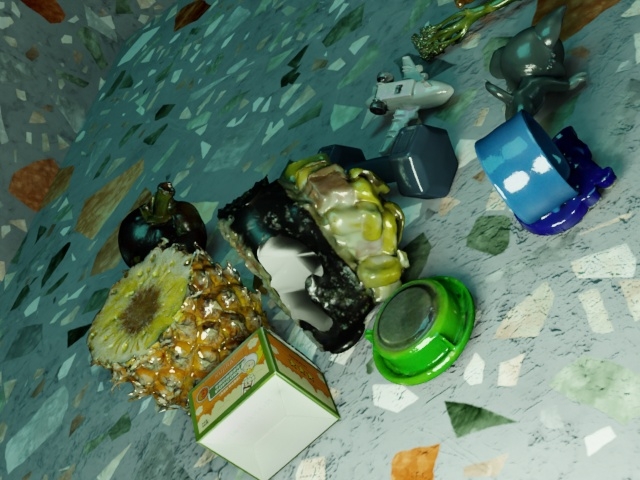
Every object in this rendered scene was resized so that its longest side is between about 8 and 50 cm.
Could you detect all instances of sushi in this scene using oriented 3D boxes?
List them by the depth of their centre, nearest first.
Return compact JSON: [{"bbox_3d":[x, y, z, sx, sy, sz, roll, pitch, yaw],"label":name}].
[{"bbox_3d":[0.000,0.000,1.608,0.285,0.328,0.329,-40,14,-8],"label":"sushi"}]

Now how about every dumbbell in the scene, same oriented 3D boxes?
[{"bbox_3d":[0.125,-0.143,1.745,0.316,0.156,0.143,-7,21,47],"label":"dumbbell"}]

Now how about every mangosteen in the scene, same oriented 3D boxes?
[{"bbox_3d":[-0.409,-0.036,2.179,0.231,0.289,0.231,1,37,-1],"label":"mangosteen"}]

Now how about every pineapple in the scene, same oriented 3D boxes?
[{"bbox_3d":[-0.268,0.198,1.718,0.352,0.300,0.352,-33,33,25],"label":"pineapple"}]

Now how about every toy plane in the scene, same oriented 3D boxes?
[{"bbox_3d":[0.186,-0.319,1.896,0.255,0.101,0.251,-5,64,49],"label":"toy plane"}]

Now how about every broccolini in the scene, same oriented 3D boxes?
[{"bbox_3d":[0.385,-0.517,1.917,0.392,0.079,0.074,-19,31,29],"label":"broccolini"}]

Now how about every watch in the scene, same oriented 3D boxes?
[{"bbox_3d":[0.350,-0.121,1.383,0.171,0.200,0.196,-43,35,17],"label":"watch"}]

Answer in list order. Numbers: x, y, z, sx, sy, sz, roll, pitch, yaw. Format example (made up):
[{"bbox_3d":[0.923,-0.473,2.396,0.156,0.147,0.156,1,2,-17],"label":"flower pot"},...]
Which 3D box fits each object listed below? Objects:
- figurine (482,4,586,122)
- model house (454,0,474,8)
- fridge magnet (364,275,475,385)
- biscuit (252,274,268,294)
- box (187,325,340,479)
[{"bbox_3d":[0.378,-0.295,1.601,0.265,0.140,0.193,-50,11,-30],"label":"figurine"},{"bbox_3d":[0.369,-0.654,1.917,0.199,0.220,0.229,-77,11,-54],"label":"model house"},{"bbox_3d":[0.167,0.146,1.427,0.208,0.088,0.208,-32,35,26],"label":"fridge magnet"},{"bbox_3d":[-0.090,0.037,1.862,0.182,0.034,0.215,-64,13,-2],"label":"biscuit"},{"bbox_3d":[-0.104,0.294,1.525,0.195,0.177,0.148,-43,31,11],"label":"box"}]
